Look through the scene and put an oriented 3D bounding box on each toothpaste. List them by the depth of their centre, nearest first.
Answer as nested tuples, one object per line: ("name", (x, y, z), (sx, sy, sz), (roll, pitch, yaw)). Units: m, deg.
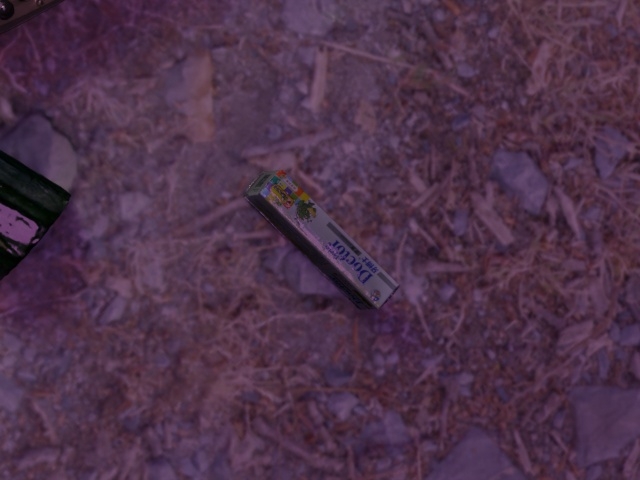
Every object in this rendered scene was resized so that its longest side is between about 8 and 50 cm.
("toothpaste", (0.000, 0.000, 1.844), (0.164, 0.046, 0.034), (44, 74, -14))

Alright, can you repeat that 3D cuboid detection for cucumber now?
("cucumber", (-0.294, -0.024, 1.736), (0.115, 0.062, 0.116), (33, 79, -13))

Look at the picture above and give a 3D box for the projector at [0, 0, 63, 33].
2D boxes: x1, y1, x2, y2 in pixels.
("projector", (-0.225, -0.321, 1.718), (0.269, 0.088, 0.193), (-35, 117, -16))
